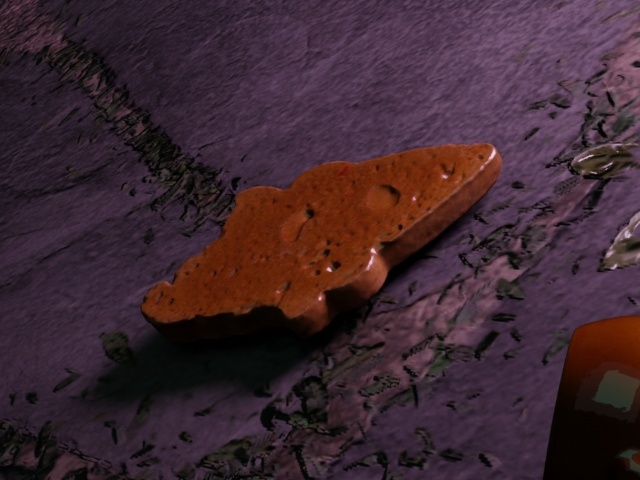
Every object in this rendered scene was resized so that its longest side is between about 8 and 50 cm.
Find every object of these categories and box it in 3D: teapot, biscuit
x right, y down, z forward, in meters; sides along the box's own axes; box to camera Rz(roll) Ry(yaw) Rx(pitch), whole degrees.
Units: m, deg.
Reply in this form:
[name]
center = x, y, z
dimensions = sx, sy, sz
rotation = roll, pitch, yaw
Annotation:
[teapot]
center = 0.169, 0.093, 0.641
dimensions = 0.116, 0.116, 0.173
rotation = -18, 8, 20
[biscuit]
center = 0.000, 0.000, 0.949
dimensions = 0.280, 0.043, 0.183
rotation = -23, 37, 4
